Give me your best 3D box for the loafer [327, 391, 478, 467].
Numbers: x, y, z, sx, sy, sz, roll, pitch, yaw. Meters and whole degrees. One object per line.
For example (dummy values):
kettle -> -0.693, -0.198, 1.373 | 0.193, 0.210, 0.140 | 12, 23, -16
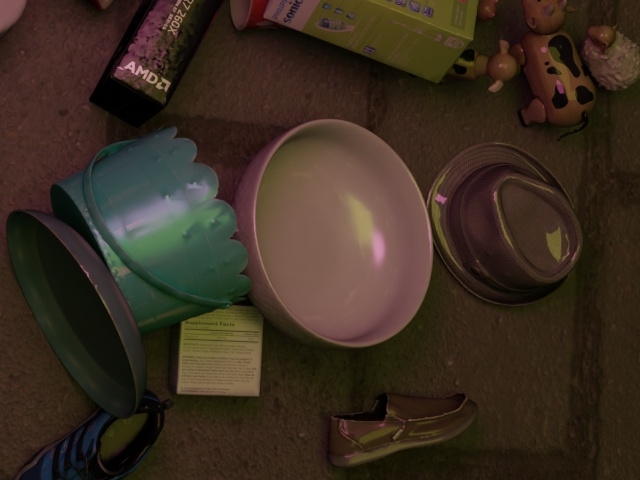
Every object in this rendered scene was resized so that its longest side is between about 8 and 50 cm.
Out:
loafer -> 0.124, 0.274, 1.994 | 0.251, 0.094, 0.087 | -16, 97, -17

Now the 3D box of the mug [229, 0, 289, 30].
mug -> -0.041, -0.388, 1.963 | 0.169, 0.113, 0.150 | 0, 89, -21

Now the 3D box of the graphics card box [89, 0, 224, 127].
graphics card box -> -0.193, -0.349, 1.848 | 0.094, 0.233, 0.371 | 31, 78, -15

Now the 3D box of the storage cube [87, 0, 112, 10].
storage cube -> -0.328, -0.471, 1.800 | 0.193, 0.215, 0.183 | 39, 79, 13

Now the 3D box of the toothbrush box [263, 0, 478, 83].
toothbrush box -> 0.082, -0.382, 1.888 | 0.283, 0.122, 0.206 | 19, 57, -15

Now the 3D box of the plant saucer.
plant saucer -> -0.321, 0.092, 1.749 | 0.044, 0.317, 0.317 | -31, 97, -26

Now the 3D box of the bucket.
bucket -> -0.239, -0.005, 1.794 | 0.183, 0.281, 0.281 | -26, 96, -20

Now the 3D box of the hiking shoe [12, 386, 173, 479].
hiking shoe -> -0.338, 0.321, 1.826 | 0.113, 0.132, 0.304 | 43, 77, -11

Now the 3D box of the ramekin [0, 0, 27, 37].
ramekin -> -0.521, -0.358, 1.722 | 0.277, 0.135, 0.277 | 31, 47, -39

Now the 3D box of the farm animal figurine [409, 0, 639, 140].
farm animal figurine -> 0.326, -0.303, 2.040 | 0.330, 0.172, 0.327 | -41, 100, -15

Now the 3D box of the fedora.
fedora -> 0.311, -0.027, 2.049 | 0.244, 0.124, 0.275 | -36, 98, -16

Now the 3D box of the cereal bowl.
cereal bowl -> 0.000, 0.000, 1.918 | 0.339, 0.141, 0.339 | 10, 73, -35

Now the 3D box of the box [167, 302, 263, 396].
box -> -0.155, 0.159, 1.922 | 0.126, 0.072, 0.137 | 4, 87, -17
